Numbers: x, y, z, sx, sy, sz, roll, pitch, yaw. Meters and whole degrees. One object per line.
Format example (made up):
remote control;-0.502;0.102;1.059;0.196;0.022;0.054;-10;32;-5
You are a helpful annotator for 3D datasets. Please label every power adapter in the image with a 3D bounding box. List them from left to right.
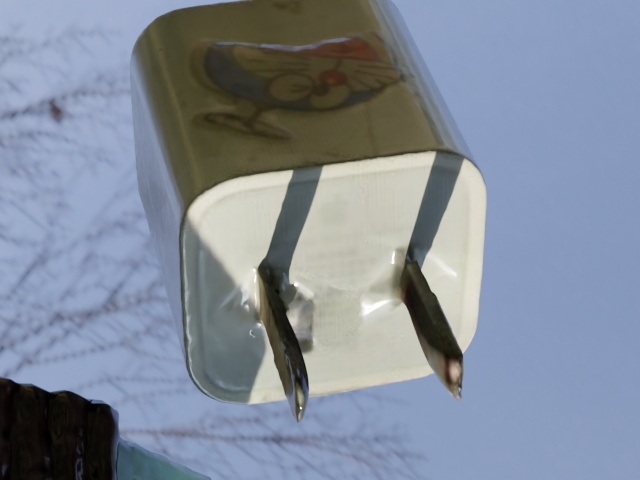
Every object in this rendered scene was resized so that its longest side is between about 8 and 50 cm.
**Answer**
power adapter;0.000;0.000;0.837;0.130;0.125;0.205;-8;-141;-12

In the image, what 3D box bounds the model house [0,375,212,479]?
model house;-0.197;0.206;0.808;0.230;0.249;0.280;-18;-120;30
